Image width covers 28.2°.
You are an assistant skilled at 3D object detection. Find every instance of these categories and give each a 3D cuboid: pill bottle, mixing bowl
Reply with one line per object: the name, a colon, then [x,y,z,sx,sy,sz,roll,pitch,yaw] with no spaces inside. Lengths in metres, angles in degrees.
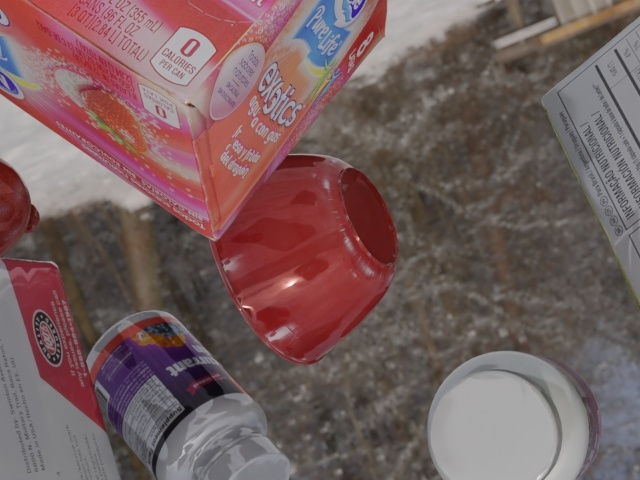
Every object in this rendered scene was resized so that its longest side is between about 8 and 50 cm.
pill bottle: [-0.114,0.156,1.107,0.108,0.108,0.193,-28,-130,-26]
mixing bowl: [0.000,0.000,1.029,0.098,0.181,0.181,-24,-171,24]
pill bottle: [0.208,0.203,1.367,0.169,0.169,0.301,-20,169,14]

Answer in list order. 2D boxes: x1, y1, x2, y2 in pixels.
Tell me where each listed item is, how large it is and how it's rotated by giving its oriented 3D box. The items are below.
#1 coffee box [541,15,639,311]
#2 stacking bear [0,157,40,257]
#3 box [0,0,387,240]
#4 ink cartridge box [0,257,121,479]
coffee box: [0.438,-0.032,1.001,0.334,0.337,0.338,-41,-140,24]
stacking bear: [-0.369,-0.089,1.079,0.164,0.289,0.175,-41,-172,28]
box: [-0.127,-0.159,0.615,0.154,0.300,0.142,-52,166,-18]
ink cartridge box: [-0.288,0.156,0.807,0.160,0.279,0.384,-20,170,15]
